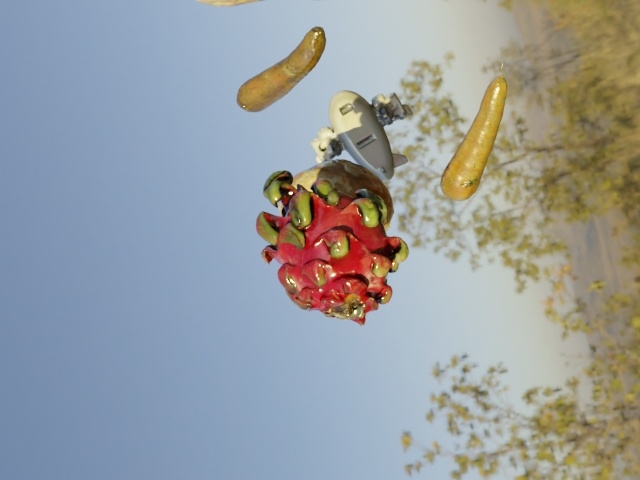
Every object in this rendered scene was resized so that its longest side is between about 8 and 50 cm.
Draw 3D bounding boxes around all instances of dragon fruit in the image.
[{"bbox_3d":[-0.002,0.008,1.394,0.218,0.273,0.198,46,-111,-42],"label":"dragon fruit"}]

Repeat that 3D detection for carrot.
[{"bbox_3d":[0.307,-0.205,1.787,0.078,0.078,0.298,-86,11,-55],"label":"carrot"}]

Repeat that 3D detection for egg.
[{"bbox_3d":[0.034,-0.065,1.821,0.195,0.233,0.194,171,90,-72],"label":"egg"}]

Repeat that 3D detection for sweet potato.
[{"bbox_3d":[-0.075,-0.334,1.862,0.075,0.273,0.075,23,-128,-34],"label":"sweet potato"}]

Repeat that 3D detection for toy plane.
[{"bbox_3d":[0.101,-0.239,2.141,0.118,0.252,0.252,-106,-5,-63],"label":"toy plane"}]

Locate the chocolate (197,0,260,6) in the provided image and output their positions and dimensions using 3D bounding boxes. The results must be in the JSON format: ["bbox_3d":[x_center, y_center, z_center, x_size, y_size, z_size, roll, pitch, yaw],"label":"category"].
[{"bbox_3d":[-0.063,-0.365,1.178,0.134,0.309,0.134,28,122,60],"label":"chocolate"}]
